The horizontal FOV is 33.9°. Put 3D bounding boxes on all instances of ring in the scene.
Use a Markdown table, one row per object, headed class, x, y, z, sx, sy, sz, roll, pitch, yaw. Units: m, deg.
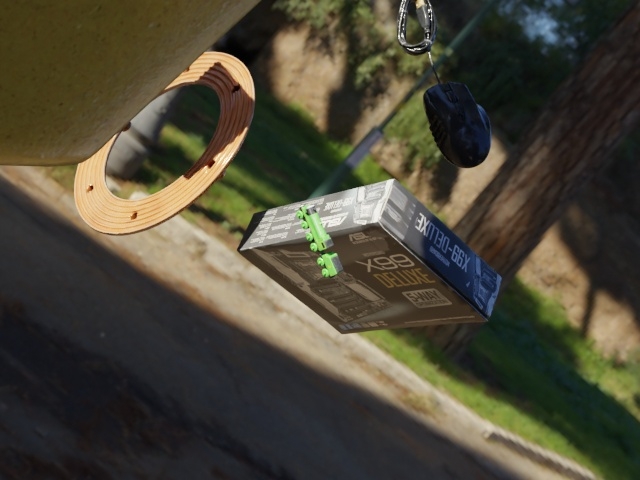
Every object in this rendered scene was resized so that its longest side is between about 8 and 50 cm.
| class | x | y | z | sx | sy | sz | roll | pitch | yaw |
| --- | --- | --- | --- | --- | --- | --- | --- | --- | --- |
| ring | -0.233 | -0.145 | 1.584 | 0.032 | 0.336 | 0.336 | 46 | 3 | -43 |

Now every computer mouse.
| class | x | y | z | sx | sy | sz | roll | pitch | yaw |
| --- | --- | --- | --- | --- | --- | --- | --- | --- | --- |
| computer mouse | 0.145 | -0.196 | 1.249 | 0.041 | 0.071 | 0.242 | 99 | -26 | -70 |

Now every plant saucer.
| class | x | y | z | sx | sy | sz | roll | pitch | yaw |
| --- | --- | --- | --- | --- | --- | --- | --- | --- | --- |
| plant saucer | -0.074 | -0.163 | 0.525 | 0.081 | 0.333 | 0.333 | 48 | -4 | -24 |

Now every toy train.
| class | x | y | z | sx | sy | sz | roll | pitch | yaw |
| --- | --- | --- | --- | --- | --- | --- | --- | --- | --- |
| toy train | 0.000 | 0.000 | 1.094 | 0.017 | 0.024 | 0.083 | -25 | 92 | -42 |

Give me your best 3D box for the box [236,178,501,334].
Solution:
| class | x | y | z | sx | sy | sz | roll | pitch | yaw |
| --- | --- | --- | --- | --- | --- | --- | --- | --- | --- |
| box | 0.066 | 0.033 | 1.509 | 0.307 | 0.076 | 0.242 | -10 | -42 | 48 |
